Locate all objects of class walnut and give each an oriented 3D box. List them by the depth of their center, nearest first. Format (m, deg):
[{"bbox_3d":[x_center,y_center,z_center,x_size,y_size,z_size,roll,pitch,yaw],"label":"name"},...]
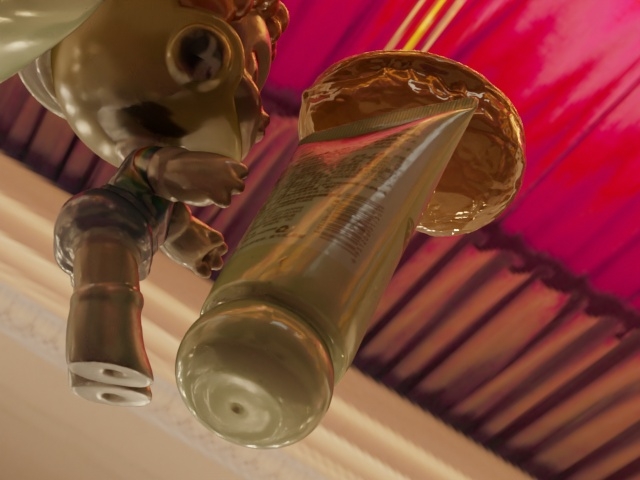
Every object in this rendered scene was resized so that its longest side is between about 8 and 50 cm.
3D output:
[{"bbox_3d":[0.078,-0.085,1.121,0.206,0.159,0.159,20,-128,-10],"label":"walnut"}]

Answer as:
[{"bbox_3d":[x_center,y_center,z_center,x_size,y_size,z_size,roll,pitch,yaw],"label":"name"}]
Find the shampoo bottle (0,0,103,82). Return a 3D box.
[{"bbox_3d":[-0.240,-0.220,0.537,0.349,0.151,0.222,36,-140,-40],"label":"shampoo bottle"}]

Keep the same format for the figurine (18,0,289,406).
[{"bbox_3d":[-0.136,-0.082,0.938,0.205,0.224,0.382,8,-130,-3],"label":"figurine"}]

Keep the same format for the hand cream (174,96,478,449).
[{"bbox_3d":[0.000,0.000,0.836,0.093,0.147,0.306,61,-145,-28],"label":"hand cream"}]
